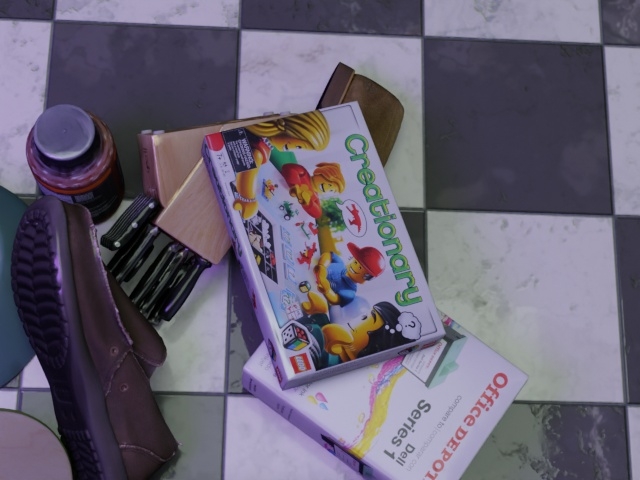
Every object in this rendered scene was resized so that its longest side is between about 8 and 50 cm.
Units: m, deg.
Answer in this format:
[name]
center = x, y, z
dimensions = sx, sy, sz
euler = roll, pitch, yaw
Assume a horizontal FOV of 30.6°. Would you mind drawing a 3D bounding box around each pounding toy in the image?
[pounding toy]
center = -0.377, 0.299, 1.347
dimensions = 0.183, 0.110, 0.236
euler = -29, 106, -23

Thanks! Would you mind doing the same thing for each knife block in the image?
[knife block]
center = -0.137, -0.024, 1.439
dimensions = 0.276, 0.088, 0.242
euler = -11, 100, -19

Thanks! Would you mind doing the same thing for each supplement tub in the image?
[supplement tub]
center = -0.295, -0.094, 1.410
dimensions = 0.106, 0.198, 0.106
euler = 1, 72, -4

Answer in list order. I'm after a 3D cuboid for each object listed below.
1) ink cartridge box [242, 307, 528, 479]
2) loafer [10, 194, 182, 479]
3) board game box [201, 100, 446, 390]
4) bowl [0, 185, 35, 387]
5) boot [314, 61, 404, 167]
[ink cartridge box]
center = 0.076, 0.168, 1.396
dimensions = 0.278, 0.117, 0.201
euler = 36, 74, 7
[loafer]
center = -0.255, 0.118, 1.352
dimensions = 0.130, 0.134, 0.365
euler = -20, 107, -35
[board game box]
center = 0.000, 0.000, 1.345
dimensions = 0.193, 0.053, 0.305
euler = -15, 73, -17
[bowl]
center = -0.477, 0.038, 1.376
dimensions = 0.312, 0.163, 0.311
euler = 1, 73, -3
[boot]
center = 0.017, -0.077, 1.481
dimensions = 0.115, 0.112, 0.305
euler = 26, 70, -7
